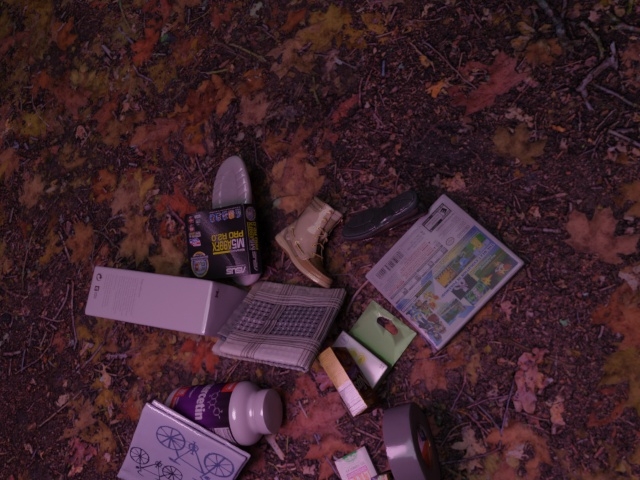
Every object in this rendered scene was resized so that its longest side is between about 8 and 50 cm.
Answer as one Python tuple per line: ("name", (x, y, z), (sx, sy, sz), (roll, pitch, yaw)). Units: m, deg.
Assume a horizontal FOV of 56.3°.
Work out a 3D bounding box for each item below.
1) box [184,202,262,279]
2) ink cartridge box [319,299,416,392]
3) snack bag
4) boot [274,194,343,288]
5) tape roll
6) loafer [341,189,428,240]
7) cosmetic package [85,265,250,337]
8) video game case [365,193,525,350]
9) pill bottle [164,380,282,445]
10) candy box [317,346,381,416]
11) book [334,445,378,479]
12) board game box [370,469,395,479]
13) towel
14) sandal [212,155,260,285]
("box", (-0.304, 0.008, 1.851), (0.270, 0.060, 0.216), (-7, 87, 37))
("ink cartridge box", (0.132, 0.305, 1.678), (0.171, 0.056, 0.235), (36, 95, 27))
("snack bag", (-0.397, 0.643, 1.710), (0.323, 0.037, 0.342), (28, 118, 2))
("boot", (0.000, 0.000, 1.779), (0.203, 0.095, 0.262), (-47, 50, 6))
("tape roll", (0.229, 0.519, 1.490), (0.072, 0.219, 0.219), (-21, 70, 18))
("loafer", (0.185, -0.051, 1.724), (0.268, 0.084, 0.096), (-26, 42, 34))
("cosmetic package", (-0.474, 0.195, 1.870), (0.453, 0.230, 0.161), (4, 80, 25))
("video game case", (0.335, 0.083, 1.655), (0.329, 0.036, 0.300), (-47, 64, 6))
("pill bottle", (-0.281, 0.504, 1.735), (0.323, 0.181, 0.181), (-11, 73, 21))
("candy box", (0.078, 0.373, 1.595), (0.053, 0.109, 0.186), (-39, 67, 15))
("book", (0.112, 0.645, 1.617), (0.096, 0.035, 0.144), (-31, 66, 9))
("board game box", (0.186, 0.675, 1.514), (0.048, 0.141, 0.170), (-19, 70, 18))
("towel", (-0.118, 0.225, 1.704), (0.324, 0.056, 0.312), (3, 41, 27))
("sandal", (-0.254, -0.061, 1.916), (0.169, 0.102, 0.416), (-11, 83, 37))
